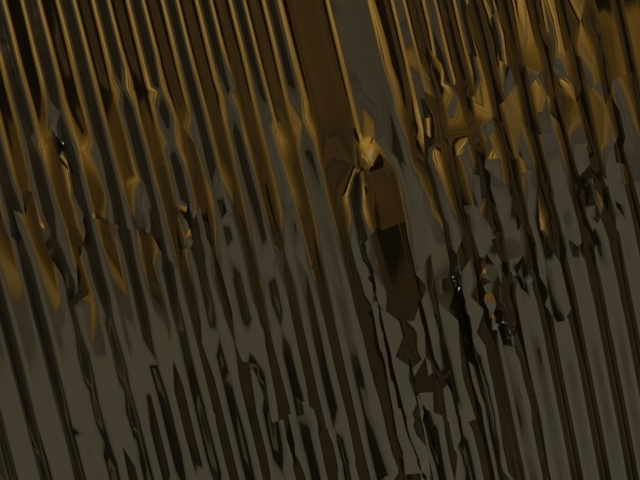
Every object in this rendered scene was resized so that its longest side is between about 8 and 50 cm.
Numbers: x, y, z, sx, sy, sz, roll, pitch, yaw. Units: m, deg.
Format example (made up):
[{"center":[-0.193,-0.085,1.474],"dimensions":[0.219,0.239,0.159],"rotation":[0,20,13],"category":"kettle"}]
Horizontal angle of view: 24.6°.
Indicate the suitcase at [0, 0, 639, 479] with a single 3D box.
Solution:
[{"center":[0.000,0.000,0.423],"dimensions":[0.152,0.229,0.335],"rotation":[-168,64,-74],"category":"suitcase"}]
